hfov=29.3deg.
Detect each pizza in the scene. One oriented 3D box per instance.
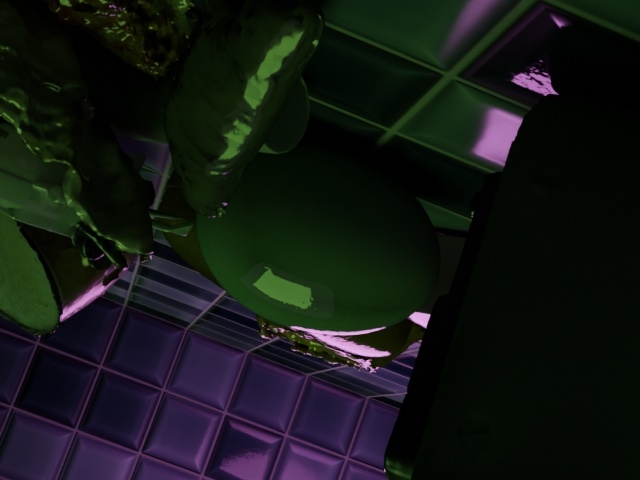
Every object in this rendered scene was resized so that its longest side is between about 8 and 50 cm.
[{"bbox_3d":[-0.155,-0.173,0.848,0.127,0.058,0.246,18,171,5],"label":"pizza"}]

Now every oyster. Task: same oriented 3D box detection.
[{"bbox_3d":[-0.232,-0.135,0.925,0.354,0.107,0.201,42,-171,-23],"label":"oyster"}]

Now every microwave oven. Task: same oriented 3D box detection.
[{"bbox_3d":[0.215,0.146,0.849,0.247,0.333,0.394,9,144,21],"label":"microwave oven"}]

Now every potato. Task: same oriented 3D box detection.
[{"bbox_3d":[-0.324,-0.062,1.361,0.300,0.196,0.246,50,143,-1],"label":"potato"}]

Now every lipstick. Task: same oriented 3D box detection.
[{"bbox_3d":[-0.143,-0.121,1.033,0.304,0.076,0.076,9,164,41],"label":"lipstick"}]

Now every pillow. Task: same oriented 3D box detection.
[{"bbox_3d":[-0.069,-0.107,0.877,0.093,0.051,0.241,50,142,13],"label":"pillow"}]

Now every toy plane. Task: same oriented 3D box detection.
[{"bbox_3d":[-0.246,-0.047,1.113,0.251,0.101,0.255,27,-171,29],"label":"toy plane"}]

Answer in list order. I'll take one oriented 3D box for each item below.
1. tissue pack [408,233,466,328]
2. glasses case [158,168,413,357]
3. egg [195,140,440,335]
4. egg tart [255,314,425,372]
[{"bbox_3d":[0.210,0.064,1.237,0.246,0.092,0.148,9,165,43],"label":"tissue pack"},{"bbox_3d":[-0.013,0.028,1.328,0.173,0.141,0.371,9,165,40],"label":"glasses case"},{"bbox_3d":[0.000,0.000,1.106,0.231,0.168,0.168,20,169,-15],"label":"egg"},{"bbox_3d":[0.016,0.101,1.666,0.315,0.120,0.315,20,169,4],"label":"egg tart"}]
